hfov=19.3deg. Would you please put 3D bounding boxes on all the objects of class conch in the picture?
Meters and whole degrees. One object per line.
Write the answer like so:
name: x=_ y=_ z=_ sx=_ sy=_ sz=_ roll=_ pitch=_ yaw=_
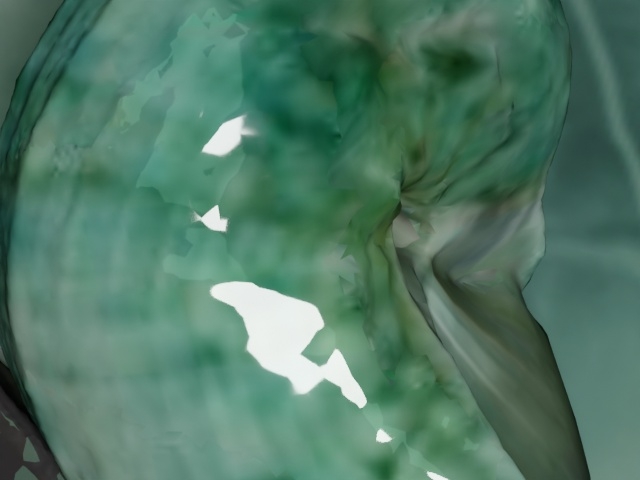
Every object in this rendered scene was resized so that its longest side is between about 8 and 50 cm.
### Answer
conch: x=-0.002 y=-0.002 z=0.481 sx=0.134 sy=0.196 sz=0.202 roll=-6 pitch=47 yaw=20

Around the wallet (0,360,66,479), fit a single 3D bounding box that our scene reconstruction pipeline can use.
wallet: x=-0.223 y=0.183 z=0.477 sx=0.406 sy=0.062 sz=0.228 roll=-40 pitch=73 yaw=-8
